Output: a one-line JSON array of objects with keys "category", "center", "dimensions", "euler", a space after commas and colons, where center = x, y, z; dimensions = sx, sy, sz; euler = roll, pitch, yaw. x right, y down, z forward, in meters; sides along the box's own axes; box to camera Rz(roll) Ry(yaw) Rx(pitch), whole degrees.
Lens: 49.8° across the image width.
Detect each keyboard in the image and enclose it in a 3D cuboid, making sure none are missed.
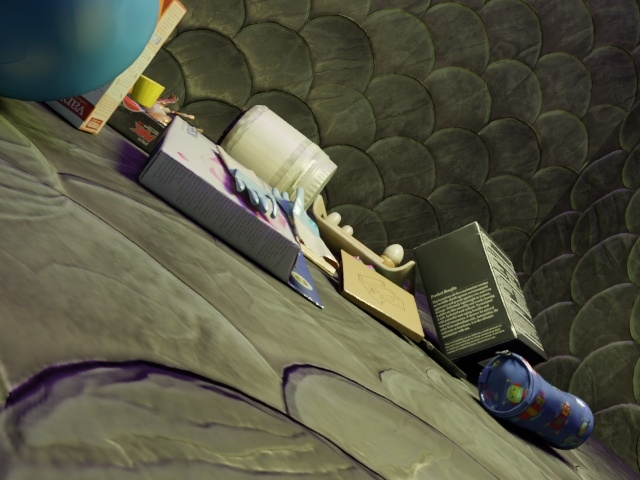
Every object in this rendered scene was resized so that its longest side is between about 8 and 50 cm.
[{"category": "keyboard", "center": [0.224, 0.224, 1.449], "dimensions": [0.180, 0.023, 0.108], "euler": [39, -2, 36]}]

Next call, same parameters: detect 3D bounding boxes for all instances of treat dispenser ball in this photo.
[{"category": "treat dispenser ball", "center": [-0.313, -0.296, 0.743], "dimensions": [0.288, 0.288, 0.288], "euler": [37, 4, -3]}]

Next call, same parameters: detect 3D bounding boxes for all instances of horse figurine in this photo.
[{"category": "horse figurine", "center": [-0.389, -0.303, 1.713], "dimensions": [0.174, 0.066, 0.263], "euler": [14, 24, -32]}]

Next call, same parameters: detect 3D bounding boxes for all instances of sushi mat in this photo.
[{"category": "sushi mat", "center": [-0.093, -0.025, 1.557], "dimensions": [0.316, 0.019, 0.151], "euler": [37, 3, -5]}]

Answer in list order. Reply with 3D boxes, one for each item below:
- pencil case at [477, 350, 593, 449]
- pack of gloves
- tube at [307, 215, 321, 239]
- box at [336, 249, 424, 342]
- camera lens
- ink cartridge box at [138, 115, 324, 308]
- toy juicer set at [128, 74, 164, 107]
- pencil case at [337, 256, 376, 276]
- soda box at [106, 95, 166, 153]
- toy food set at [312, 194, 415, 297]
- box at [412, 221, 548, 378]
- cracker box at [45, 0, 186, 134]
[{"category": "pencil case", "center": [0.419, 0.320, 1.352], "dimensions": [0.306, 0.119, 0.133], "euler": [34, -6, -40]}, {"category": "pack of gloves", "center": [-0.061, -0.070, 1.076], "dimensions": [0.195, 0.046, 0.232], "euler": [38, 9, -28]}, {"category": "tube", "center": [0.000, 0.000, 1.947], "dimensions": [0.207, 0.052, 0.080], "euler": [44, 14, 7]}, {"category": "box", "center": [0.121, 0.113, 1.423], "dimensions": [0.201, 0.021, 0.164], "euler": [33, 21, -16]}, {"category": "camera lens", "center": [-0.124, -0.193, 1.764], "dimensions": [0.274, 0.219, 0.219], "euler": [37, 4, 1]}, {"category": "ink cartridge box", "center": [-0.125, -0.060, 1.114], "dimensions": [0.330, 0.071, 0.324], "euler": [35, 9, -18]}, {"category": "toy juicer set", "center": [-0.529, -0.424, 1.572], "dimensions": [0.329, 0.089, 0.209], "euler": [22, 10, -41]}, {"category": "pencil case", "center": [0.088, 0.078, 1.575], "dimensions": [0.064, 0.070, 0.151], "euler": [25, -2, 19]}, {"category": "soda box", "center": [-0.359, -0.230, 1.257], "dimensions": [0.169, 0.060, 0.053], "euler": [36, 5, -16]}, {"category": "toy food set", "center": [0.113, 0.024, 1.766], "dimensions": [0.306, 0.092, 0.220], "euler": [38, -16, 23]}, {"category": "box", "center": [0.385, 0.157, 1.665], "dimensions": [0.296, 0.183, 0.294], "euler": [33, 39, -54]}, {"category": "cracker box", "center": [-0.327, -0.293, 0.993], "dimensions": [0.156, 0.232, 0.067], "euler": [37, 5, 4]}]
